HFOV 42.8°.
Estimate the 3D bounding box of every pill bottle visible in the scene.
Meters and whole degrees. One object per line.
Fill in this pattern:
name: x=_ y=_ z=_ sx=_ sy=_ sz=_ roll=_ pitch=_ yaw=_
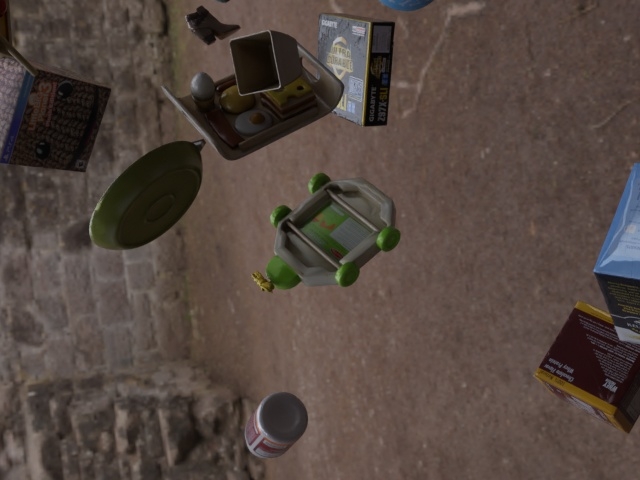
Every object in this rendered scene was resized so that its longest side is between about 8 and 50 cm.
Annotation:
pill bottle: x=-0.079 y=0.314 z=1.364 sx=0.152 sy=0.086 sz=0.086 roll=122 pitch=138 yaw=-58

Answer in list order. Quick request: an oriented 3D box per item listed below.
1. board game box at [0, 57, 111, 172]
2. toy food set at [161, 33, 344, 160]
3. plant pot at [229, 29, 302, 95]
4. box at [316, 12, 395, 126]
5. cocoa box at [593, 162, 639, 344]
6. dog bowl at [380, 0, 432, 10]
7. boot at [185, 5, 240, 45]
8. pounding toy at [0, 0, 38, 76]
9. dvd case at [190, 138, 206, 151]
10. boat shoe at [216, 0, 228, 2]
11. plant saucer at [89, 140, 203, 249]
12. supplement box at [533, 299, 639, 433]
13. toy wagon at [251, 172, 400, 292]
board game box: x=-0.681 y=-0.305 z=1.973 sx=0.141 sy=0.291 sz=0.232 roll=24 pitch=101 yaw=23
toy food set: x=-0.134 y=-0.302 z=1.640 sx=0.220 sy=0.306 sz=0.092 roll=47 pitch=155 yaw=32
plant pot: x=-0.097 y=-0.347 z=1.583 sx=0.109 sy=0.096 sz=0.109 roll=-2 pitch=104 yaw=38
box: x=0.082 y=-0.452 z=2.131 sx=0.322 sy=0.079 sz=0.257 roll=-140 pitch=48 yaw=-60
cocoa box: x=0.643 y=0.043 z=1.265 sx=0.347 sy=0.232 sz=0.228 roll=10 pitch=151 yaw=39
dog bowl: x=0.124 y=-0.589 z=1.601 sx=0.297 sy=0.166 sz=0.074 roll=44 pitch=177 yaw=2
boot: x=-0.249 y=-0.499 z=1.869 sx=0.087 sy=0.118 sz=0.042 roll=54 pitch=142 yaw=0
pounding toy: x=-0.512 y=-0.325 z=1.241 sx=0.130 sy=0.100 sz=0.141 roll=-4 pitch=-91 yaw=-79
dvd case: x=-0.396 y=-0.167 z=2.072 sx=0.018 sy=0.164 sz=0.221 roll=55 pitch=-139 yaw=-33
boat shoe: x=-0.199 y=-0.502 z=1.365 sx=0.081 sy=0.079 sz=0.228 roll=-47 pitch=68 yaw=37
plant saucer: x=-0.284 y=-0.065 z=1.395 sx=0.037 sy=0.241 sz=0.241 roll=43 pitch=148 yaw=15
supplement box: x=0.597 y=0.266 z=1.728 sx=0.191 sy=0.129 sz=0.194 roll=26 pitch=79 yaw=42
toy wagon: x=0.000 y=0.000 z=1.796 sx=0.267 sy=0.344 sz=0.068 roll=41 pitch=166 yaw=38
